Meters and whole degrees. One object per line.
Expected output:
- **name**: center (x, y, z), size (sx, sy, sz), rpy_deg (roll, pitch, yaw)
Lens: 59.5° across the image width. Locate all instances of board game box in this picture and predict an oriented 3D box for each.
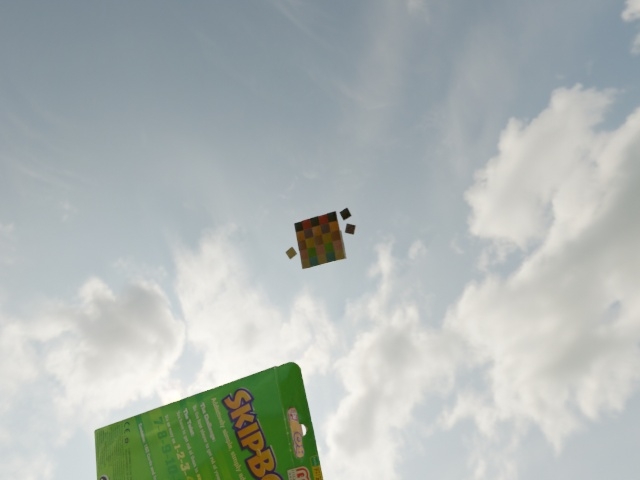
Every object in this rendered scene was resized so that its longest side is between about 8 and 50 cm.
- **board game box**: center (-0.112, 0.211, 0.535), size (0.259, 0.124, 0.039), rpy_deg (-25, -26, 23)

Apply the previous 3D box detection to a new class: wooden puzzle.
- **wooden puzzle**: center (0.000, 0.000, 0.564), size (0.083, 0.049, 0.006), rpy_deg (-15, -9, 26)
